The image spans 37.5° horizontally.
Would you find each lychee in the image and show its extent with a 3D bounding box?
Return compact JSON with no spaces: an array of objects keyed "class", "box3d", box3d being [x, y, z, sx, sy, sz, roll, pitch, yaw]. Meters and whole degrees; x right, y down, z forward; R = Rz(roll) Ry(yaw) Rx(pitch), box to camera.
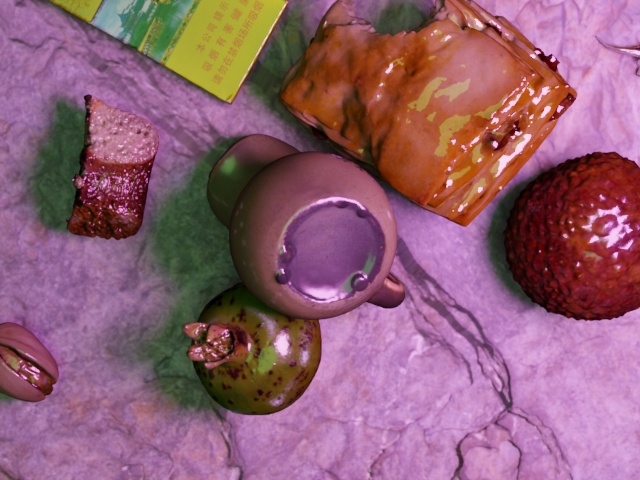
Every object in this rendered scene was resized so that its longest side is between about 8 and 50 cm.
[{"class":"lychee","box3d":[0.407,-0.004,1.437,0.261,0.260,0.260,0,98,-1]}]

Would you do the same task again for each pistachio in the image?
[{"class":"pistachio","box3d":[-0.490,0.198,1.513,0.113,0.113,0.149,-41,103,4]}]

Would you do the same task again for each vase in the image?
[{"class":"vase","box3d":[0.000,0.000,1.427,0.329,0.302,0.240,37,91,-26]}]

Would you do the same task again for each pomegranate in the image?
[{"class":"pomegranate","box3d":[-0.110,0.164,1.446,0.211,0.263,0.210,-3,81,21]}]

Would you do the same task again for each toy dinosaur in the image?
[{"class":"toy dinosaur","box3d":[0.521,-0.280,1.501,0.180,0.037,0.058,18,74,-11]}]

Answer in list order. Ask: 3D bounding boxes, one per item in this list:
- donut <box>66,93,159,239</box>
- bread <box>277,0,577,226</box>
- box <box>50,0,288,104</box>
[{"class":"donut","box3d":[-0.325,-0.109,1.471,0.126,0.144,0.186,12,67,-9]},{"class":"bread","box3d":[0.150,-0.217,1.372,0.370,0.191,0.314,39,102,3]},{"class":"box","box3d":[-0.239,-0.374,1.464,0.335,0.047,0.187,30,97,-4]}]
